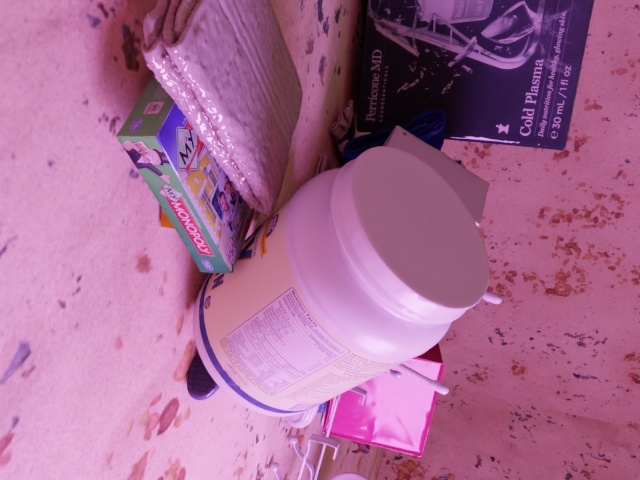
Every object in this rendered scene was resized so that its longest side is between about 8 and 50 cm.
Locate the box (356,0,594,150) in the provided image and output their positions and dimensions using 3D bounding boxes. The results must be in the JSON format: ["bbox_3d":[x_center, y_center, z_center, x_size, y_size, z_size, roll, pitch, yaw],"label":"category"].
[{"bbox_3d":[0.349,-0.483,1.373,0.297,0.472,0.479,-56,151,-71],"label":"box"}]

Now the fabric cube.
[{"bbox_3d":[0.160,0.359,1.517,0.258,0.259,0.254,-56,159,-78],"label":"fabric cube"}]

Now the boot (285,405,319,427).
[{"bbox_3d":[-0.061,0.250,1.118,0.123,0.095,0.258,-13,106,-64],"label":"boot"}]

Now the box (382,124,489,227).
[{"bbox_3d":[0.137,-0.013,1.160,0.345,0.215,0.168,-57,-179,37],"label":"box"}]

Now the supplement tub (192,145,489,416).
[{"bbox_3d":[0.014,0.059,0.716,0.325,0.235,0.235,-39,-164,40],"label":"supplement tub"}]

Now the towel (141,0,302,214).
[{"bbox_3d":[-0.085,-0.170,0.607,0.282,0.049,0.187,63,34,-59],"label":"towel"}]

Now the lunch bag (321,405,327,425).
[{"bbox_3d":[0.044,0.488,1.632,0.053,0.071,0.083,86,18,-51],"label":"lunch bag"}]

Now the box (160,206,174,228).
[{"bbox_3d":[-0.147,-0.066,0.708,0.136,0.028,0.081,-39,135,-70],"label":"box"}]

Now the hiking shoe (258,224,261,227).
[{"bbox_3d":[-0.026,-0.003,1.014,0.227,0.114,0.086,-44,141,-66],"label":"hiking shoe"}]

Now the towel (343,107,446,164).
[{"bbox_3d":[0.175,-0.154,1.323,0.308,0.228,0.076,71,-2,-66],"label":"towel"}]

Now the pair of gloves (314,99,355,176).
[{"bbox_3d":[0.045,-0.169,1.317,0.204,0.042,0.240,72,32,-60],"label":"pair of gloves"}]

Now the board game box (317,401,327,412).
[{"bbox_3d":[-0.014,0.321,1.371,0.210,0.047,0.160,53,48,-71],"label":"board game box"}]

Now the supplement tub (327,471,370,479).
[{"bbox_3d":[0.072,0.709,1.481,0.144,0.144,0.199,-52,147,-60],"label":"supplement tub"}]

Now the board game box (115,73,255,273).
[{"bbox_3d":[-0.109,-0.150,0.686,0.213,0.046,0.317,72,26,-50],"label":"board game box"}]

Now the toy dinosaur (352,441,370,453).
[{"bbox_3d":[0.104,0.501,1.782,0.295,0.127,0.200,-63,168,-82],"label":"toy dinosaur"}]

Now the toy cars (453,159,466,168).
[{"bbox_3d":[0.161,-0.066,1.295,0.393,0.176,0.087,-48,-160,37],"label":"toy cars"}]

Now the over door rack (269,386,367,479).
[{"bbox_3d":[-0.040,0.452,1.186,0.324,0.108,0.239,-64,170,19],"label":"over door rack"}]

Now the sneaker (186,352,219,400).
[{"bbox_3d":[-0.139,0.163,0.821,0.059,0.053,0.144,84,23,-50],"label":"sneaker"}]

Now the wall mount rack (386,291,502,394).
[{"bbox_3d":[0.214,0.184,1.230,0.350,0.130,0.304,-57,-177,-12],"label":"wall mount rack"}]
